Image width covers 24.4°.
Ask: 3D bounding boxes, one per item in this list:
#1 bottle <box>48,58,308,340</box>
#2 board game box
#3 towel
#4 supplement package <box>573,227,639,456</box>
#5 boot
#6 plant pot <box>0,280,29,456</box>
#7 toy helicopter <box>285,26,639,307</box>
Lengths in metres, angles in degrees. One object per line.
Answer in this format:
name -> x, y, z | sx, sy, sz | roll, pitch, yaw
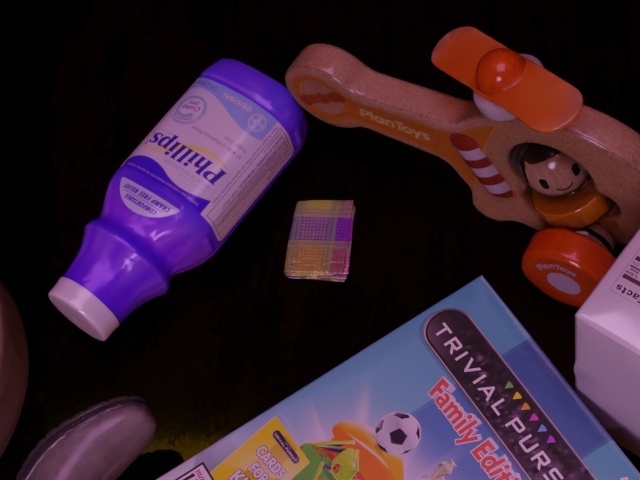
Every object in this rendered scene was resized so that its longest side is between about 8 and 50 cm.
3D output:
bottle -> -0.133, -0.036, 1.350 | 0.118, 0.092, 0.283 | 31, 70, 25
board game box -> 0.064, 0.219, 1.179 | 0.336, 0.079, 0.254 | -32, 61, -8
towel -> 0.000, 0.000, 1.355 | 0.060, 0.009, 0.083 | 1, 60, 11
supplement package -> 0.351, 0.052, 1.151 | 0.198, 0.199, 0.263 | 32, 71, 24
boot -> -0.203, 0.254, 1.198 | 0.246, 0.083, 0.161 | -40, 54, -3
plant pot -> -0.440, 0.072, 1.238 | 0.323, 0.280, 0.323 | -4, 59, 7
toy helicopter -> 0.124, -0.097, 1.256 | 0.355, 0.235, 0.140 | 22, 67, 21
